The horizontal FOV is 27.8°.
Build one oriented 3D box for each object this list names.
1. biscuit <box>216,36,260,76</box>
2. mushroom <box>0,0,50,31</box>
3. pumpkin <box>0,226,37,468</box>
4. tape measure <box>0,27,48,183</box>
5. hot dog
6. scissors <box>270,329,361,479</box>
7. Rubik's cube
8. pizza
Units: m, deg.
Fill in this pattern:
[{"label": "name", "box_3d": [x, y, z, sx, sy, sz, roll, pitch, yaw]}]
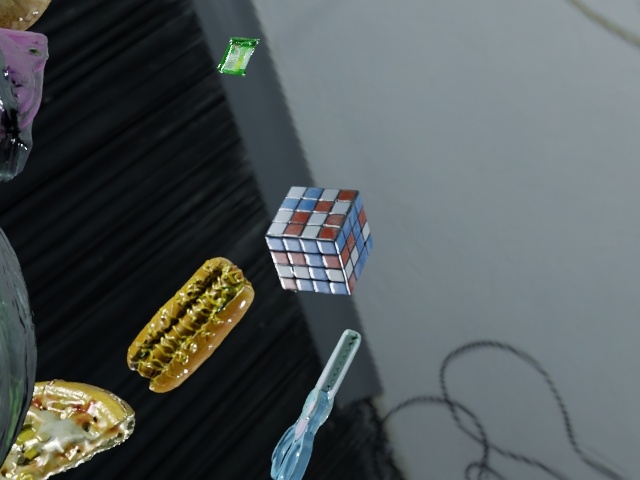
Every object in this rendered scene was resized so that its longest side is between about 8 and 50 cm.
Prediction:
[{"label": "biscuit", "box_3d": [-0.123, -0.275, 1.921, 0.046, 0.016, 0.089, 6, 153, -17]}, {"label": "mushroom", "box_3d": [-0.552, -0.331, 1.961, 0.254, 0.267, 0.267, 12, 128, 38]}, {"label": "pumpkin", "box_3d": [-0.259, 0.084, 0.541, 0.315, 0.315, 0.238, -25, 103, 46]}, {"label": "tape measure", "box_3d": [-0.422, -0.170, 1.425, 0.231, 0.245, 0.149, 15, 127, -23]}, {"label": "hot dog", "box_3d": [-0.134, 0.087, 1.350, 0.071, 0.045, 0.165, 46, 105, 13]}, {"label": "scissors", "box_3d": [-0.006, 0.249, 1.915, 0.030, 0.256, 0.125, 27, -178, -15]}, {"label": "Rubik's cube", "box_3d": [0.000, 0.000, 1.543, 0.092, 0.092, 0.092, 4, 134, 23]}, {"label": "pizza", "box_3d": [-0.294, 0.201, 1.300, 0.185, 0.176, 0.036, 12, 133, 40]}]
